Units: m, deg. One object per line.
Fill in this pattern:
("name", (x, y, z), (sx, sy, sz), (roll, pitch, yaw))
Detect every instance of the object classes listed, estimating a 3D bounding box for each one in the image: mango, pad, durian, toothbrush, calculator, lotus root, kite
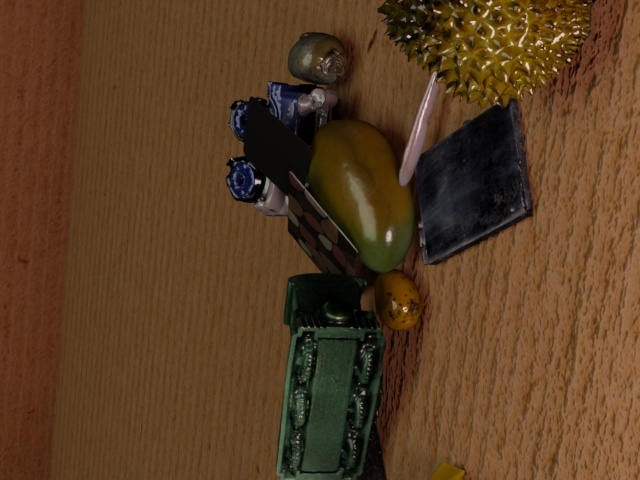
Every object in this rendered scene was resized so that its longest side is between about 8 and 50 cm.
("mango", (0.106, 0.082, 2.005), (0.114, 0.057, 0.079), (-122, 36, -61))
("pad", (-0.067, -0.132, 2.118), (0.157, 0.003, 0.112), (44, 138, 36))
("pad", (0.000, 0.000, 2.105), (0.158, 0.003, 0.235), (50, 165, 15))
("durian", (0.186, -0.301, 1.652), (0.258, 0.258, 0.293), (122, 151, -47))
("toothbrush", (0.155, -0.213, 1.916), (0.029, 0.025, 0.307), (39, 119, 50))
("calculator", (0.194, -0.073, 1.861), (0.262, 0.021, 0.161), (150, 118, -60))
("mango", (0.058, -0.068, 2.037), (0.156, 0.114, 0.251), (-55, 40, 30))
("lotus root", (-0.010, -0.283, 2.221), (0.165, 0.088, 0.088), (-162, 74, -71))
("kite", (0.060, 0.284, 2.142), (0.152, 0.015, 0.285), (-13, 80, 61))

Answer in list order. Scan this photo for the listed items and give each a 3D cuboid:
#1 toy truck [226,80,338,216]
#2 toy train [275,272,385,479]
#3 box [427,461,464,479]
("toy truck", (-0.033, -0.139, 2.224), (0.177, 0.161, 0.213), (9, 99, 41))
("toy train", (0.007, 0.199, 2.067), (0.178, 0.138, 0.330), (-101, 15, -52))
("box", (0.119, 0.441, 1.870), (0.041, 0.153, 0.279), (19, 113, 18))
